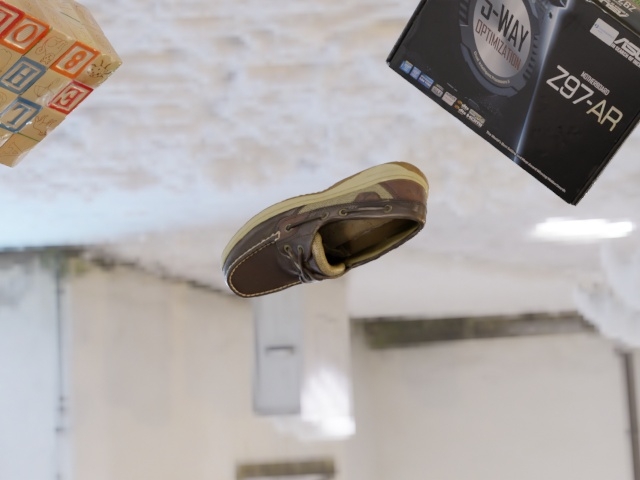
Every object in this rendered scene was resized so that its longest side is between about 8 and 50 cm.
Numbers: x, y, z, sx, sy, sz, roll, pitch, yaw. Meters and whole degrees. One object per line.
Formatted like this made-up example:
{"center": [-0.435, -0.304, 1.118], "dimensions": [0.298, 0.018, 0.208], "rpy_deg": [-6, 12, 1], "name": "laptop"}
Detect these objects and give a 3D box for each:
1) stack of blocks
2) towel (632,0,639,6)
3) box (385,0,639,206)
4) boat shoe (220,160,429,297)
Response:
{"center": [-0.352, -0.189, 1.597], "dimensions": [0.171, 0.087, 0.297], "rpy_deg": [-41, 154, 13], "name": "stack of blocks"}
{"center": [0.198, -0.143, 1.087], "dimensions": [0.060, 0.083, 0.009], "rpy_deg": [-36, 175, 34], "name": "towel"}
{"center": [0.071, -0.061, 0.542], "dimensions": [0.018, 0.083, 0.067], "rpy_deg": [-42, 168, -50], "name": "box"}
{"center": [0.000, 0.000, 1.039], "dimensions": [0.152, 0.049, 0.056], "rpy_deg": [-29, 125, 22], "name": "boat shoe"}
